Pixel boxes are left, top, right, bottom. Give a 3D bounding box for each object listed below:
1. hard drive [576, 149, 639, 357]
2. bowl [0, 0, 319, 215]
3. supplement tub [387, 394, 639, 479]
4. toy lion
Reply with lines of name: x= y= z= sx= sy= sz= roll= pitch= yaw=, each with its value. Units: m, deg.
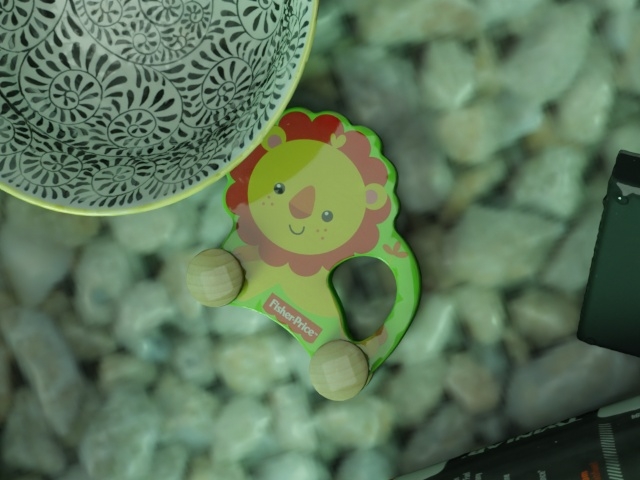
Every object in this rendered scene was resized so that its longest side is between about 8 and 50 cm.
hard drive: x=0.165 y=0.020 z=0.613 sx=0.135 sy=0.022 sz=0.094 roll=15 pitch=141 yaw=11
bowl: x=-0.074 y=-0.098 z=0.655 sx=0.170 sy=0.080 sz=0.170 roll=1 pitch=97 yaw=13
supplement tub: x=0.075 y=0.127 z=0.630 sx=0.197 sy=0.106 sz=0.106 roll=-20 pitch=91 yaw=14
toy lion: x=0.000 y=0.000 z=0.675 sx=0.100 sy=0.034 sz=0.096 roll=37 pitch=95 yaw=7
